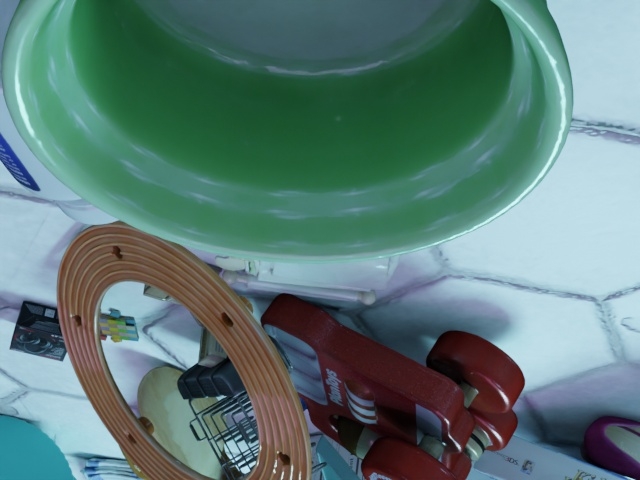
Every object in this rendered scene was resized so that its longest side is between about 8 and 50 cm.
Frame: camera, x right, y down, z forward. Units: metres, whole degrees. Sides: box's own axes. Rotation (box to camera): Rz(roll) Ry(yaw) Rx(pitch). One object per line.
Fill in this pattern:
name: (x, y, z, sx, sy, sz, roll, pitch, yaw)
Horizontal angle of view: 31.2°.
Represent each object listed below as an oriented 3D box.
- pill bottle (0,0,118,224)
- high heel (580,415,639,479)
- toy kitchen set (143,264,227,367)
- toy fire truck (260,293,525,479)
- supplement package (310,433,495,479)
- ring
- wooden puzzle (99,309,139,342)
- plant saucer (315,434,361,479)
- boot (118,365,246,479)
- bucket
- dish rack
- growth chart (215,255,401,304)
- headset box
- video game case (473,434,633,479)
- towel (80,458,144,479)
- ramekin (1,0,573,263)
pill bottle: (-0.182, -0.093, 0.801, 0.112, 0.112, 0.186, 1, 150, 12)
high heel: (0.422, 0.252, 1.308, 0.244, 0.082, 0.117, 18, 163, 9)
toy kitchen set: (-0.123, 0.069, 1.114, 0.083, 0.075, 0.068, 19, 148, -26)
toy fire truck: (0.063, 0.179, 1.216, 0.254, 0.169, 0.302, 28, 158, 19)
supplement package: (0.089, 0.363, 1.463, 0.263, 0.198, 0.199, -16, 144, 37)
ring: (-0.130, 0.131, 1.084, 0.337, 0.032, 0.336, 25, 132, 31)
wooden puzzle: (-0.226, 0.096, 1.258, 0.049, 0.006, 0.083, 7, 151, 2)
plant saucer: (0.024, 0.265, 1.229, 0.067, 0.018, 0.192, 47, 167, 23)
boot: (-0.198, 0.256, 1.453, 0.211, 0.104, 0.295, 5, 140, 43)
bucket: (-0.463, 0.383, 1.572, 0.281, 0.281, 0.183, 14, 145, -11)
dish rack: (-0.050, 0.237, 1.189, 0.074, 0.271, 0.208, -28, -177, -23)
growth chart: (0.000, 0.000, 1.018, 0.172, 0.021, 0.237, 13, 151, -9)
headset box: (-0.305, 0.102, 1.262, 0.062, 0.032, 0.083, 16, 148, -15)
video game case: (0.353, 0.313, 1.343, 0.269, 0.061, 0.244, 30, 169, -40)
towel: (-0.214, 0.392, 1.758, 0.285, 0.034, 0.209, 7, 152, 0)
ramekin: (-0.015, -0.124, 0.652, 0.303, 0.148, 0.303, 3, 149, 2)
